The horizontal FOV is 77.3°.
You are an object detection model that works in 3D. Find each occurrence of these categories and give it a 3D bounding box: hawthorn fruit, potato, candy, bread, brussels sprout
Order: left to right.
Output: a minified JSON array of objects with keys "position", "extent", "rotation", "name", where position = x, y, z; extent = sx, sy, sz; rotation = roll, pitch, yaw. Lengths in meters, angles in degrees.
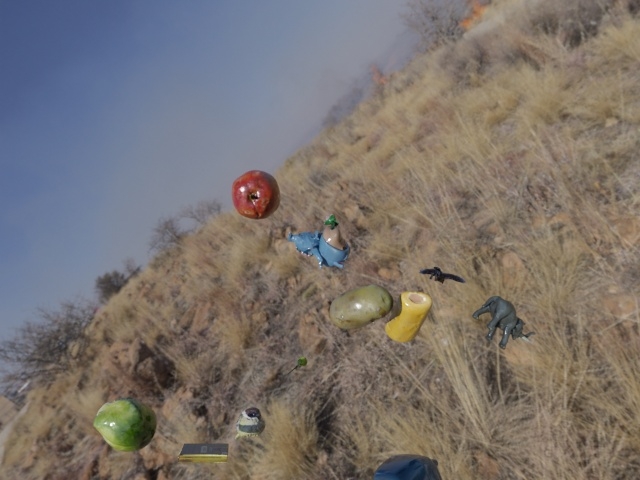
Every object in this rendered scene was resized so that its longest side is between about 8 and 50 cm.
[{"position":[-0.498,0.473,1.037],"extent":[0.155,0.155,0.117],"rotation":[-33,8,47],"name":"brussels sprout"},{"position":[-0.225,-0.155,1.391],"extent":[0.179,0.179,0.200],"rotation":[-46,13,5],"name":"hawthorn fruit"},{"position":[-0.092,0.486,1.535],"extent":[0.035,0.035,0.123],"rotation":[11,19,29],"name":"candy"},{"position":[0.149,0.255,1.528],"extent":[0.263,0.164,0.165],"rotation":[-26,20,21],"name":"potato"},{"position":[0.355,0.320,1.630],"extent":[0.305,0.142,0.091],"rotation":[97,179,-49],"name":"bread"}]

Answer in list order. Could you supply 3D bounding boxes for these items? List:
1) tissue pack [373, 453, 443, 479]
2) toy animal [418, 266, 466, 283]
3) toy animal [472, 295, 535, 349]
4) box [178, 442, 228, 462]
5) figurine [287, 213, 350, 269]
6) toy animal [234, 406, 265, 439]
[{"position":[0.321,0.872,1.337],"extent":[0.206,0.287,0.198],"rotation":[-7,-16,-38],"name":"tissue pack"},{"position":[0.513,0.152,1.722],"extent":[0.220,0.108,0.062],"rotation":[11,84,45],"name":"toy animal"},{"position":[0.605,0.283,1.308],"extent":[0.137,0.269,0.082],"rotation":[-50,23,-8],"name":"toy animal"},{"position":[-0.332,0.608,1.146],"extent":[0.090,0.134,0.023],"rotation":[155,120,-77],"name":"box"},{"position":[0.001,-0.004,1.103],"extent":[0.114,0.179,0.144],"rotation":[-89,14,-77],"name":"figurine"},{"position":[-0.252,0.631,1.380],"extent":[0.137,0.098,0.098],"rotation":[-34,17,31],"name":"toy animal"}]
